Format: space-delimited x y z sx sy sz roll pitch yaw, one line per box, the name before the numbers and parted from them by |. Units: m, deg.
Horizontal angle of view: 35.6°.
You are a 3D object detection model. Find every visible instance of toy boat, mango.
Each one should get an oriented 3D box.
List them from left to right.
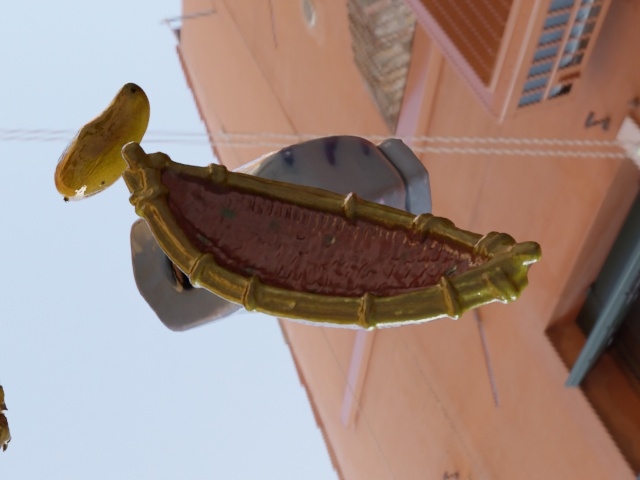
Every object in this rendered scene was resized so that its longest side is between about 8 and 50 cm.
mango | -0.301 -0.131 1.387 0.075 0.098 0.190 26 -105 29
toy boat | -0.002 0.004 0.731 0.318 0.099 0.141 15 -133 16

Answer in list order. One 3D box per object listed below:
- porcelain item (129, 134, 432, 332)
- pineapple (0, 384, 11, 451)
porcelain item | -0.033 -0.024 1.258 0.405 0.242 0.178 -24 -88 -49
pineapple | -0.412 0.168 1.140 0.114 0.236 0.186 -8 -119 -30
